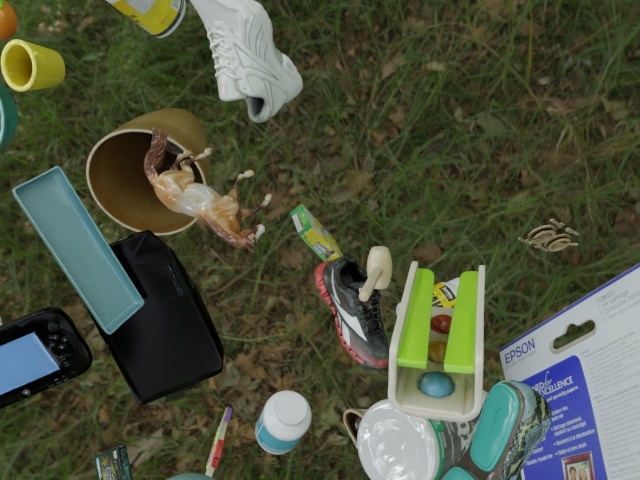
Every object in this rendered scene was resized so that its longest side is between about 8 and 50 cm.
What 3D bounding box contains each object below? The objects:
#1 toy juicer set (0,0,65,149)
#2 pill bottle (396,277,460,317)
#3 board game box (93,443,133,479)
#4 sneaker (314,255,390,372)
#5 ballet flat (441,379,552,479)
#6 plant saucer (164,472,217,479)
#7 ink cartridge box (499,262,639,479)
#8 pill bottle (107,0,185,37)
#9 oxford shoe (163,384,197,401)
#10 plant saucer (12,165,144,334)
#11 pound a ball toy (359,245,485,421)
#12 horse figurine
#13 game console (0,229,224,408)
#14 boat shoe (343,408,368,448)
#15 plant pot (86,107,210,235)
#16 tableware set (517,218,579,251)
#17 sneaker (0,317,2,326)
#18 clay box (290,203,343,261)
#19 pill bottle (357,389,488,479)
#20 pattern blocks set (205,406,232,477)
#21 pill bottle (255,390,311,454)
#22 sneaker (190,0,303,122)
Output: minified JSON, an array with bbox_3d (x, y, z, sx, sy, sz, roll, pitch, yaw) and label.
[{"bbox_3d":[-0.537,-0.217,0.871,0.329,0.089,0.209,-43,82,27],"label":"toy juicer set"},{"bbox_3d":[0.335,0.193,1.674,0.208,0.119,0.119,-24,60,-18],"label":"pill bottle"},{"bbox_3d":[-0.457,0.565,1.298,0.126,0.026,0.186,-30,70,39],"label":"board game box"},{"bbox_3d":[0.086,0.152,1.265,0.097,0.135,0.276,-17,74,-36],"label":"sneaker"},{"bbox_3d":[0.161,0.220,0.543,0.070,0.070,0.189,32,105,27],"label":"ballet flat"},{"bbox_3d":[-0.359,0.793,1.541,0.043,0.317,0.318,-15,55,59],"label":"plant saucer"},{"bbox_3d":[0.358,0.225,0.707,0.072,0.304,0.307,14,54,-17],"label":"ink cartridge box"},{"bbox_3d":[-0.361,-0.489,1.128,0.103,0.184,0.103,-14,64,31],"label":"pill bottle"},{"bbox_3d":[-0.370,0.358,1.480,0.076,0.212,0.076,-1,66,-30],"label":"oxford shoe"},{"bbox_3d":[-0.275,0.013,0.664,0.018,0.192,0.067,-15,21,33],"label":"plant saucer"},{"bbox_3d":[0.154,0.136,0.920,0.208,0.136,0.319,3,25,14],"label":"pound a ball toy"},{"bbox_3d":[-0.196,-0.084,0.973,0.263,0.066,0.174,30,43,0],"label":"horse figurine"},{"bbox_3d":[-0.322,0.142,0.749,0.361,0.044,0.213,-23,104,1],"label":"game console"},{"bbox_3d":[0.172,0.586,1.536,0.122,0.110,0.341,-54,44,6],"label":"boat shoe"},{"bbox_3d":[-0.331,-0.177,1.232,0.237,0.237,0.254,-13,32,13],"label":"plant pot"},{"bbox_3d":[0.735,0.001,1.838,0.128,0.194,0.039,-37,51,35],"label":"tableware set"},{"bbox_3d":[-0.774,0.163,1.264,0.110,0.118,0.292,-18,70,-35],"label":"sneaker"},{"bbox_3d":[0.000,0.000,1.780,0.053,0.222,0.127,-34,41,10],"label":"clay box"},{"bbox_3d":[0.268,0.444,1.333,0.204,0.361,0.204,-4,84,42],"label":"pill bottle"},{"bbox_3d":[-0.333,0.666,1.841,0.026,0.325,0.285,16,33,-5],"label":"pattern blocks set"},{"bbox_3d":[-0.111,0.547,1.752,0.146,0.264,0.146,7,57,-11],"label":"pill bottle"},{"bbox_3d":[-0.115,-0.257,0.817,0.090,0.232,0.115,17,67,43],"label":"sneaker"}]
